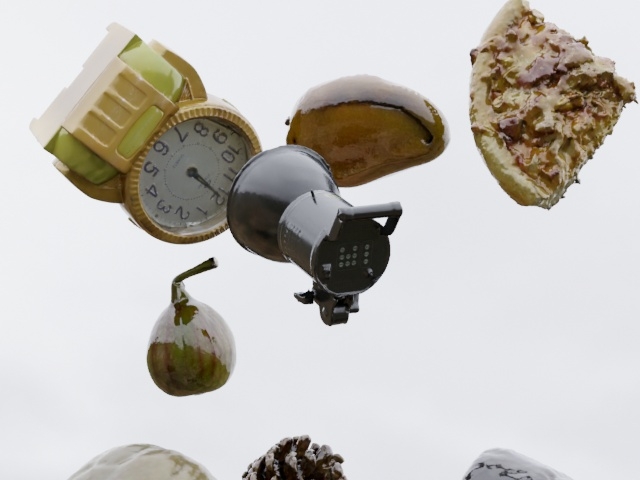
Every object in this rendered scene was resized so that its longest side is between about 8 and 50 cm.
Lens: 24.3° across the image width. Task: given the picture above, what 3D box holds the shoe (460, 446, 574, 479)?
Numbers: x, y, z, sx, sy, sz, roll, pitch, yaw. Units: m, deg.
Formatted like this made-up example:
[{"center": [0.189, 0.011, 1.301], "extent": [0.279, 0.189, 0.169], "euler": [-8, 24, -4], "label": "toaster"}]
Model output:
[{"center": [0.302, 0.390, 1.945], "extent": [0.237, 0.171, 0.384], "euler": [23, -3, 31], "label": "shoe"}]

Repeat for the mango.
[{"center": [0.065, -0.152, 2.080], "extent": [0.236, 0.136, 0.166], "euler": [2, -41, 12], "label": "mango"}]

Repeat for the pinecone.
[{"center": [-0.042, 0.355, 2.037], "extent": [0.150, 0.179, 0.195], "euler": [42, -60, 6], "label": "pinecone"}]

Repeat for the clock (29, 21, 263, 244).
[{"center": [-0.237, -0.142, 2.210], "extent": [0.317, 0.244, 0.200], "euler": [38, 4, -35], "label": "clock"}]

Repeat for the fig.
[{"center": [-0.202, 0.146, 2.245], "extent": [0.148, 0.142, 0.186], "euler": [-17, -77, 38], "label": "fig"}]

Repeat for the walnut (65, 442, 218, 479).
[{"center": [-0.201, 0.351, 1.560], "extent": [0.283, 0.283, 0.227], "euler": [2, -44, 26], "label": "walnut"}]

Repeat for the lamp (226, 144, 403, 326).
[{"center": [0.000, 0.000, 1.729], "extent": [0.147, 0.172, 0.227], "euler": [-5, 24, -27], "label": "lamp"}]

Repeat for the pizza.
[{"center": [0.308, -0.197, 1.994], "extent": [0.226, 0.335, 0.086], "euler": [-10, -29, 19], "label": "pizza"}]
